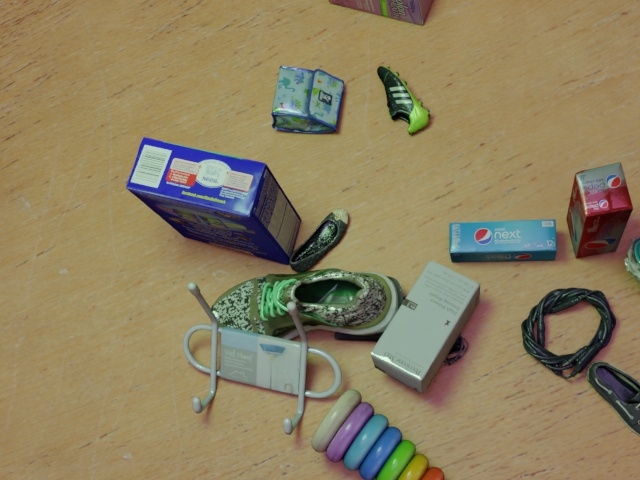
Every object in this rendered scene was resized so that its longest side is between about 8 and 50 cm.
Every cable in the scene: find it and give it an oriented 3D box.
[{"bbox_3d":[0.484,0.167,1.587,0.150,0.047,0.184,39,87,26],"label":"cable"}]

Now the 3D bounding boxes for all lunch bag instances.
[{"bbox_3d":[-0.028,-0.314,1.832,0.151,0.096,0.129,9,72,1],"label":"lunch bag"}]

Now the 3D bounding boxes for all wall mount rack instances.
[{"bbox_3d":[-0.137,0.217,1.600,0.350,0.130,0.304,9,112,16],"label":"wall mount rack"}]

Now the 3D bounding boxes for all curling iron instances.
[{"bbox_3d":[0.160,0.204,1.648,0.274,0.035,0.068,5,74,14],"label":"curling iron"}]

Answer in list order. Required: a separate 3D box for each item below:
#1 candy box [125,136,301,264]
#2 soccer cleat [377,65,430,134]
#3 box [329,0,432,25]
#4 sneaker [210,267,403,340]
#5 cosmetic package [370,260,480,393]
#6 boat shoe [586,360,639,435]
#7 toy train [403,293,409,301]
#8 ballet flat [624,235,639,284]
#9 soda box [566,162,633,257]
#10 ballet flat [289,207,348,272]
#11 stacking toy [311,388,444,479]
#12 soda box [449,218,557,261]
[{"bbox_3d":[-0.205,-0.074,1.670,0.268,0.317,0.122,14,74,15],"label":"candy box"},{"bbox_3d":[0.170,-0.314,1.802,0.072,0.060,0.179,-37,71,1],"label":"soccer cleat"},{"bbox_3d":[0.157,-0.643,1.880,0.243,0.117,0.214,18,77,18],"label":"box"},{"bbox_3d":[-0.051,0.112,1.637,0.410,0.182,0.158,-9,68,18],"label":"sneaker"},{"bbox_3d":[0.207,0.167,1.588,0.117,0.085,0.231,25,68,23],"label":"cosmetic package"},{"bbox_3d":[0.582,0.301,1.505,0.075,0.065,0.206,-46,69,-5],"label":"boat shoe"},{"bbox_3d":[0.189,0.122,1.678,0.083,0.017,0.024,-10,80,9],"label":"toy train"},{"bbox_3d":[0.778,0.005,1.519,0.408,0.147,0.147,-13,70,16],"label":"ballet flat"},{"bbox_3d":[0.518,-0.049,1.526,0.083,0.263,0.092,-11,70,10],"label":"soda box"},{"bbox_3d":[0.000,0.000,1.742,0.057,0.049,0.173,38,84,20],"label":"ballet flat"},{"bbox_3d":[0.149,0.431,1.540,0.330,0.141,0.141,35,83,13],"label":"stacking toy"},{"bbox_3d":[0.368,0.002,1.647,0.210,0.071,0.067,-1,71,12],"label":"soda box"}]
